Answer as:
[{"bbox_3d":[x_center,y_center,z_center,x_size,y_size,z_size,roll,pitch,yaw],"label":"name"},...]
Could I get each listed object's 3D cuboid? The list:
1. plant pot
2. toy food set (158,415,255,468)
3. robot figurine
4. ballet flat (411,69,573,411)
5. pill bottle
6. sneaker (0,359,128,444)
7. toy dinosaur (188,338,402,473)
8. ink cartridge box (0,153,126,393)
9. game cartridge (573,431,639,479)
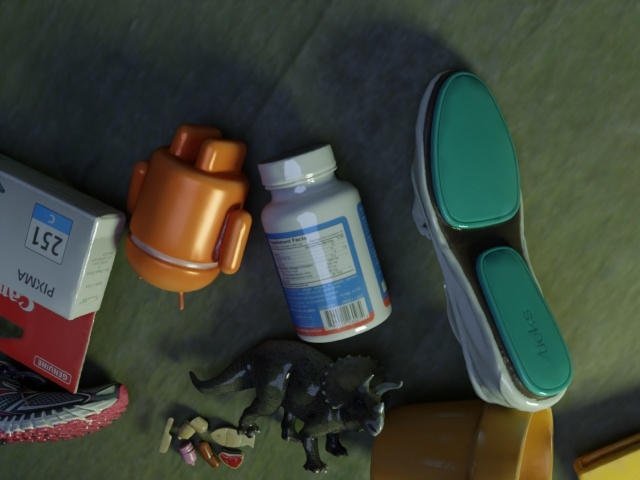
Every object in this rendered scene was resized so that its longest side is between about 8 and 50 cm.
[{"bbox_3d":[0.170,0.277,1.112,0.188,0.205,0.205,4,105,25],"label":"plant pot"},{"bbox_3d":[-0.155,0.280,1.251,0.122,0.019,0.078,18,107,-3],"label":"toy food set"},{"bbox_3d":[-0.165,-0.032,1.117,0.158,0.128,0.219,18,106,-10],"label":"robot figurine"},{"bbox_3d":[0.171,0.005,1.050,0.139,0.139,0.400,-18,77,14],"label":"ballet flat"},{"bbox_3d":[0.000,0.000,1.097,0.124,0.124,0.221,-14,101,13],"label":"pill bottle"},{"bbox_3d":[-0.410,0.217,1.234,0.299,0.121,0.112,-5,73,3],"label":"sneaker"},{"bbox_3d":[-0.024,0.192,1.167,0.313,0.121,0.160,19,103,35],"label":"toy dinosaur"},{"bbox_3d":[-0.414,0.030,1.172,0.296,0.066,0.261,24,106,19],"label":"ink cartridge box"},{"bbox_3d":[0.511,0.361,1.121,0.285,0.052,0.323,-26,97,11],"label":"game cartridge"}]
